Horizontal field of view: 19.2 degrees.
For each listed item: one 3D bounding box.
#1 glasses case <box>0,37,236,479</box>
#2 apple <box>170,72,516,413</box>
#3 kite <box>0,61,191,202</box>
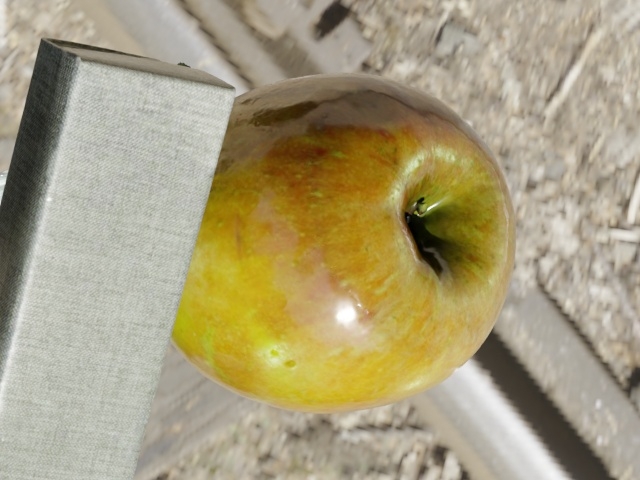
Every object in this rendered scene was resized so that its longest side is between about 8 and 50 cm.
[{"bbox_3d":[-0.096,0.029,0.723,0.070,0.047,0.205,9,101,-32],"label":"glasses case"},{"bbox_3d":[0.000,0.000,1.201,0.207,0.237,0.237,-14,116,45],"label":"apple"},{"bbox_3d":[-0.186,-0.043,1.511,0.169,0.015,0.310,26,133,-33],"label":"kite"}]
